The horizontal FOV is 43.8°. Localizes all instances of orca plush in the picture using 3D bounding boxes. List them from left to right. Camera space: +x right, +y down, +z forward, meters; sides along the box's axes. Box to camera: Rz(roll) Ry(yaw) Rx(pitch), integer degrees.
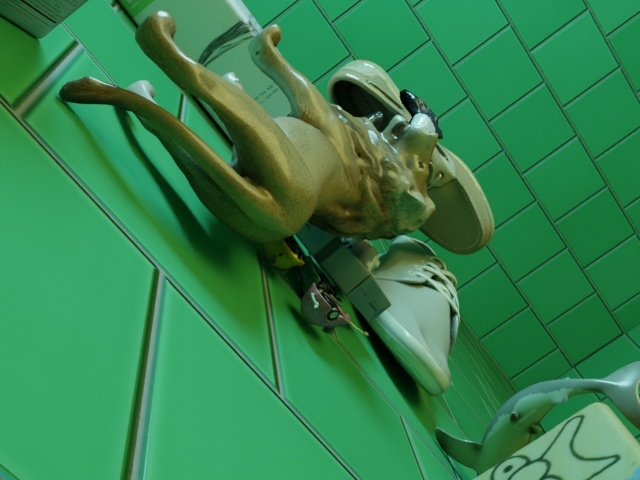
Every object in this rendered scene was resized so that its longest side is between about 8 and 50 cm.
[{"bbox_3d":[0.055,-0.101,1.008,0.151,0.102,0.287,62,40,-36],"label":"orca plush"}]

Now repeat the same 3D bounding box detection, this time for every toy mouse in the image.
[{"bbox_3d":[-0.005,0.053,0.773,0.143,0.031,0.161,50,5,-25],"label":"toy mouse"}]

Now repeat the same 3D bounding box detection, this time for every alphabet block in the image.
[{"bbox_3d":[0.265,0.301,0.754,0.193,0.192,0.197,56,9,-2],"label":"alphabet block"}]

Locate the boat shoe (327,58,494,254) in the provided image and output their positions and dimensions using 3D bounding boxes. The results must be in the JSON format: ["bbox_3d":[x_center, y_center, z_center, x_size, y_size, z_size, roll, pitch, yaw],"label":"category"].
[{"bbox_3d":[0.123,-0.105,1.152,0.341,0.121,0.110,49,23,-6],"label":"boat shoe"}]

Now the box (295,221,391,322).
[{"bbox_3d":[0.000,0.000,0.902,0.186,0.038,0.145,51,0,21],"label":"box"}]

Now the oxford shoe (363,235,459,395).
[{"bbox_3d":[0.137,0.085,1.157,0.169,0.130,0.449,55,9,-8],"label":"oxford shoe"}]

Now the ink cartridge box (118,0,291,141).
[{"bbox_3d":[-0.141,-0.268,1.059,0.273,0.115,0.198,52,8,-14],"label":"ink cartridge box"}]

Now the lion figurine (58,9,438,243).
[{"bbox_3d":[-0.032,-0.068,0.699,0.240,0.142,0.392,53,30,2],"label":"lion figurine"}]

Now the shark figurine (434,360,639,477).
[{"bbox_3d":[0.254,0.205,0.937,0.166,0.278,0.116,37,31,7],"label":"shark figurine"}]

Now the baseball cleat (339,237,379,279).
[{"bbox_3d":[0.022,0.008,1.079,0.109,0.072,0.206,39,5,-7],"label":"baseball cleat"}]

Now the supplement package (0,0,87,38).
[{"bbox_3d":[-0.192,-0.289,0.524,0.194,0.203,0.149,57,8,15],"label":"supplement package"}]
